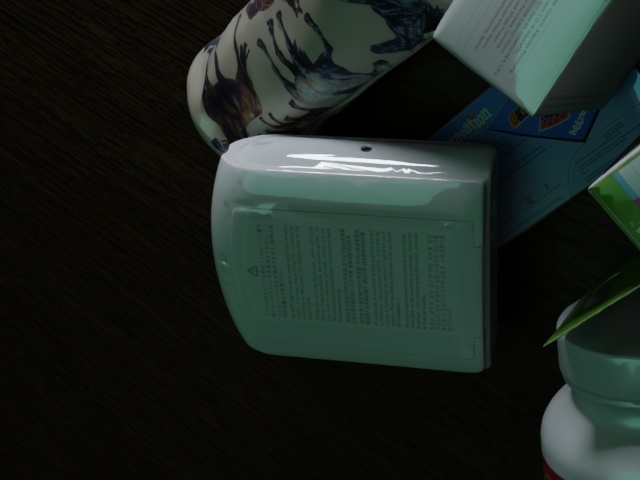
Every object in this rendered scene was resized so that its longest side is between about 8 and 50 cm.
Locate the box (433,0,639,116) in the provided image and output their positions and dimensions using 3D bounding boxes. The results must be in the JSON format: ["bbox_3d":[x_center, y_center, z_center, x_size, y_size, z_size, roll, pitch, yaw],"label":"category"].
[{"bbox_3d":[0.222,-0.215,1.082,0.119,0.181,0.182,42,116,21],"label":"box"}]

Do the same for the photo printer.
[{"bbox_3d":[0.034,0.012,1.334,0.307,0.107,0.256,3,120,15],"label":"photo printer"}]

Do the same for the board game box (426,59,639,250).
[{"bbox_3d":[0.224,-0.106,1.273,0.145,0.027,0.281,55,136,4],"label":"board game box"}]

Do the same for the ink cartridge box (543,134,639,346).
[{"bbox_3d":[0.288,-0.036,1.095,0.255,0.189,0.097,-41,87,33],"label":"ink cartridge box"}]

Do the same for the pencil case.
[{"bbox_3d":[0.020,-0.220,1.306,0.410,0.160,0.183,-35,74,46],"label":"pencil case"}]

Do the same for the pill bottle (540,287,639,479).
[{"bbox_3d":[0.337,0.259,1.212,0.229,0.229,0.408,7,115,40],"label":"pill bottle"}]
